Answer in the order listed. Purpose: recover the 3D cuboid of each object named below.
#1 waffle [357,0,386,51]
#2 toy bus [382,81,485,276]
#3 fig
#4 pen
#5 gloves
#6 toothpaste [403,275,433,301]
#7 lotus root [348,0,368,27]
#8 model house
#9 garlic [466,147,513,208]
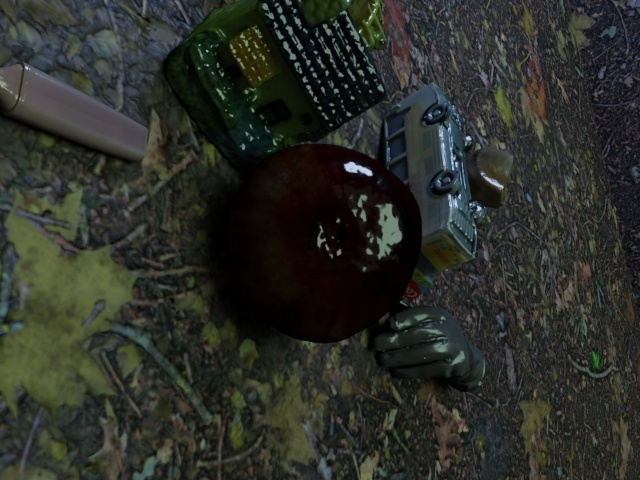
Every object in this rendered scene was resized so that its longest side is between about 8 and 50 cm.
[{"bbox_3d":[0.031,-0.410,1.085,0.208,0.054,0.214,-9,89,-51],"label":"waffle"},{"bbox_3d":[0.178,-0.105,1.077,0.097,0.138,0.342,40,36,-37],"label":"toy bus"},{"bbox_3d":[0.005,0.002,0.794,0.214,0.235,0.234,91,7,-63],"label":"fig"},{"bbox_3d":[-0.251,-0.125,0.637,0.197,0.032,0.053,25,61,-51],"label":"pen"},{"bbox_3d":[0.187,0.172,1.090,0.286,0.119,0.142,24,30,-44],"label":"gloves"},{"bbox_3d":[0.098,0.038,1.048,0.193,0.070,0.044,37,23,-42],"label":"toothpaste"},{"bbox_3d":[-0.007,-0.351,0.938,0.154,0.154,0.278,-38,112,-51],"label":"lotus root"},{"bbox_3d":[-0.034,-0.204,0.804,0.193,0.212,0.170,58,38,-26],"label":"model house"},{"bbox_3d":[0.339,-0.135,1.377,0.195,0.102,0.086,-59,158,-52],"label":"garlic"}]
